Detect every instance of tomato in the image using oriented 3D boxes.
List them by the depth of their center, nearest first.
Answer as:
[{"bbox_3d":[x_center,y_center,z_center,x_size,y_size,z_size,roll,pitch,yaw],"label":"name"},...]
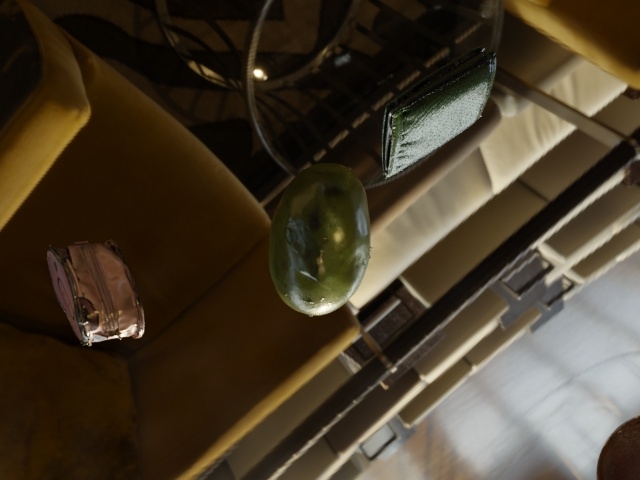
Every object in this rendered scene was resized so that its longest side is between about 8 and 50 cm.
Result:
[{"bbox_3d":[0.627,0.451,1.184,0.227,0.270,0.270,-6,128,-23],"label":"tomato"}]

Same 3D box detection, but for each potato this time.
[{"bbox_3d":[-0.003,0.001,1.295,0.216,0.216,0.304,-18,122,-24],"label":"potato"}]

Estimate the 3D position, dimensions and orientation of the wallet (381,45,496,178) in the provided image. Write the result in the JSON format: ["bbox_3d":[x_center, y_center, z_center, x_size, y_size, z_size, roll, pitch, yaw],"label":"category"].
[{"bbox_3d":[0.192,-0.213,1.099,0.236,0.055,0.160,-33,147,-21],"label":"wallet"}]

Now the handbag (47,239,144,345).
[{"bbox_3d":[-0.411,0.096,1.204,0.116,0.205,0.179,-17,161,-29],"label":"handbag"}]
